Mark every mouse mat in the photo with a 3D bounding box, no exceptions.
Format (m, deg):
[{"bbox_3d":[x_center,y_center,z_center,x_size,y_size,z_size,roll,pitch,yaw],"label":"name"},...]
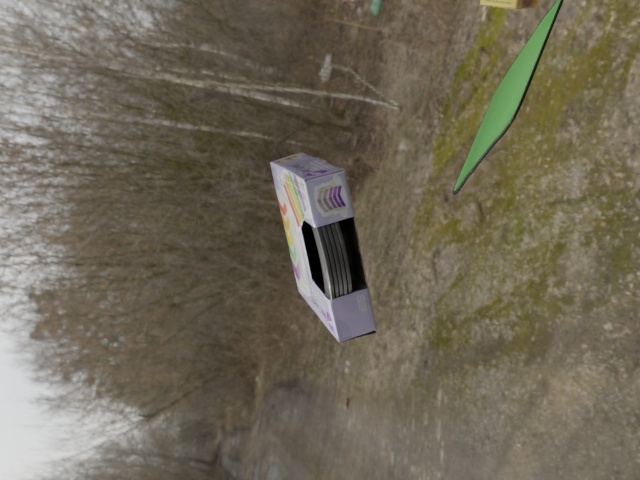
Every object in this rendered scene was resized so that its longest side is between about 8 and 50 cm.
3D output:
[{"bbox_3d":[0.181,-0.138,0.604,0.190,0.007,0.153,108,-172,-74],"label":"mouse mat"}]

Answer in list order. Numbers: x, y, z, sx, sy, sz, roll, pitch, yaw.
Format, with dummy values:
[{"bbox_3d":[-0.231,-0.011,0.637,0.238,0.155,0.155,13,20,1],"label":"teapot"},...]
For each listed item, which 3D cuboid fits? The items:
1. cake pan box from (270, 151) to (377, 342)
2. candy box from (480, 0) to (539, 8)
[{"bbox_3d":[0.000,0.000,0.949,0.267,0.070,0.246,-138,33,-69],"label":"cake pan box"},{"bbox_3d":[0.258,-0.395,0.780,0.109,0.053,0.187,-29,-48,-52],"label":"candy box"}]
